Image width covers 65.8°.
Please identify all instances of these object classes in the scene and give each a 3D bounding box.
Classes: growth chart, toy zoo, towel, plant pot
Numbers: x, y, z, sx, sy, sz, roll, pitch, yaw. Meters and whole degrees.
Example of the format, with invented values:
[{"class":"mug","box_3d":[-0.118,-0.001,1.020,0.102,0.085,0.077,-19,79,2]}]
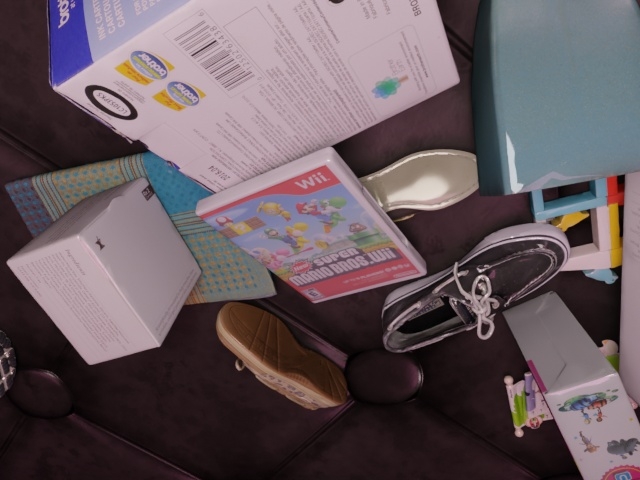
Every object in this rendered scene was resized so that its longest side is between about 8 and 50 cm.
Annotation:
[{"class":"growth chart","box_3d":[0.444,0.261,0.875,0.237,0.021,0.172,-19,114,14]},{"class":"toy zoo","box_3d":[0.396,-0.065,0.693,0.192,0.030,0.293,-14,117,13]},{"class":"towel","box_3d":[-0.276,-0.006,0.789,0.369,0.040,0.272,-8,118,11]},{"class":"plant pot","box_3d":[0.255,-0.179,0.553,0.165,0.165,0.235,-11,93,10]}]

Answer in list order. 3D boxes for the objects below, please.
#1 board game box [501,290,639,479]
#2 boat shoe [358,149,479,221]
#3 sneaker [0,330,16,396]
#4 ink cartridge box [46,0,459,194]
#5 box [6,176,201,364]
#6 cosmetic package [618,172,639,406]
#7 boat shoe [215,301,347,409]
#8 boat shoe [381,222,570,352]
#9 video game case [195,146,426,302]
[{"class":"board game box","box_3d":[0.399,0.261,0.742,0.097,0.224,0.304,-27,105,16]},{"class":"boat shoe","box_3d":[0.114,-0.071,0.699,0.227,0.068,0.081,-14,87,12]},{"class":"sneaker","box_3d":[-0.670,0.179,0.909,0.109,0.107,0.276,-10,114,33]},{"class":"ink cartridge box","box_3d":[-0.083,-0.202,0.527,0.395,0.151,0.270,-25,153,16]},{"class":"box","box_3d":[-0.282,0.038,0.686,0.118,0.181,0.182,-17,116,16]},{"class":"cosmetic package","box_3d":[0.542,0.041,0.635,0.229,0.161,0.454,-18,117,-4]},{"class":"boat shoe","box_3d":[-0.076,0.213,0.849,0.089,0.105,0.285,-35,115,30]},{"class":"boat shoe","box_3d":[0.221,0.081,0.733,0.306,0.105,0.113,-25,111,24]},{"class":"video game case","box_3d":[0.000,0.000,0.685,0.203,0.025,0.285,-18,141,27]}]
